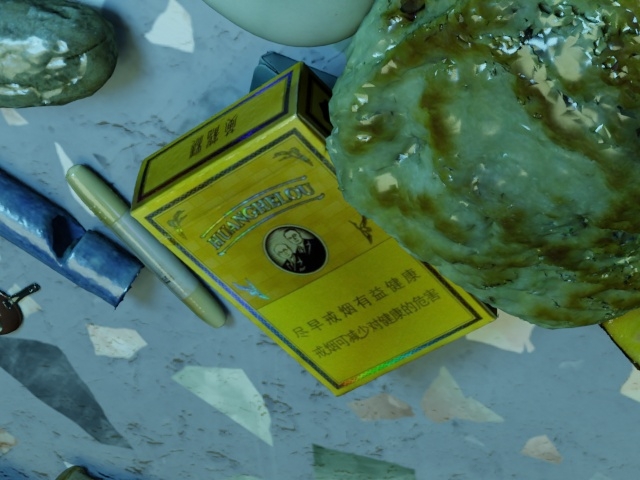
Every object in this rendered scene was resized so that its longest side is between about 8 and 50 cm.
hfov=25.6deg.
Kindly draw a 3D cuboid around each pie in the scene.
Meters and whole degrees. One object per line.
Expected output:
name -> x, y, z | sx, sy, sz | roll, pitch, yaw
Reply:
pie -> 0.207, -0.080, 1.105 | 0.395, 0.180, 0.418 | 28, 137, -20

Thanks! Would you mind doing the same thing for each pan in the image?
pan -> -0.363, 0.076, 1.611 | 0.115, 0.023, 0.068 | -27, 111, 37

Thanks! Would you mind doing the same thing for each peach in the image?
peach -> 0.290, 0.079, 1.302 | 0.083, 0.050, 0.077 | 6, 122, -3

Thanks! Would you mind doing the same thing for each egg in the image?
egg -> -0.038, -0.243, 1.128 | 0.209, 0.151, 0.151 | 31, 132, 0

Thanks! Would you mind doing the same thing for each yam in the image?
yam -> -0.350, -0.190, 1.329 | 0.330, 0.133, 0.133 | 7, 128, 14

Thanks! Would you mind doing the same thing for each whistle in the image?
whistle -> -0.328, -0.032, 1.485 | 0.304, 0.062, 0.062 | 34, 132, -3

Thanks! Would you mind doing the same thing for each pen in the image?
pen -> -0.183, 0.009, 1.474 | 0.233, 0.032, 0.040 | 48, 153, -17

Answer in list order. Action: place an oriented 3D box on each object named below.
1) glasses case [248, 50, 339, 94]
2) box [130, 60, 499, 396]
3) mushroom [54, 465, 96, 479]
glasses case -> -0.040, -0.047, 1.349 | 0.105, 0.056, 0.266 | 22, 132, 6
box -> 0.000, 0.000, 1.286 | 0.193, 0.084, 0.301 | -30, 125, 26
mushroom -> -0.221, 0.359, 1.727 | 0.247, 0.096, 0.108 | 29, 133, 7
